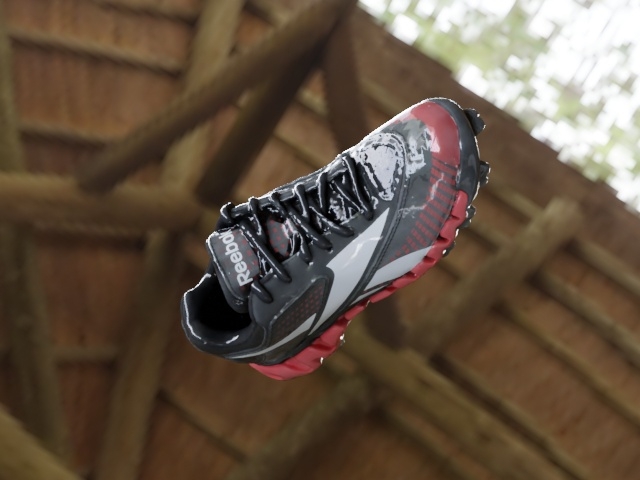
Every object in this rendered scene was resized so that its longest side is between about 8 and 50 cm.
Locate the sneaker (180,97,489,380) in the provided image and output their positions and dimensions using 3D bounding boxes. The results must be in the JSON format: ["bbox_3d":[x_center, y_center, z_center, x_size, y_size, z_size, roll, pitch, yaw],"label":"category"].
[{"bbox_3d":[0.000,0.001,1.324,0.135,0.276,0.097,8,-132,-43],"label":"sneaker"}]
